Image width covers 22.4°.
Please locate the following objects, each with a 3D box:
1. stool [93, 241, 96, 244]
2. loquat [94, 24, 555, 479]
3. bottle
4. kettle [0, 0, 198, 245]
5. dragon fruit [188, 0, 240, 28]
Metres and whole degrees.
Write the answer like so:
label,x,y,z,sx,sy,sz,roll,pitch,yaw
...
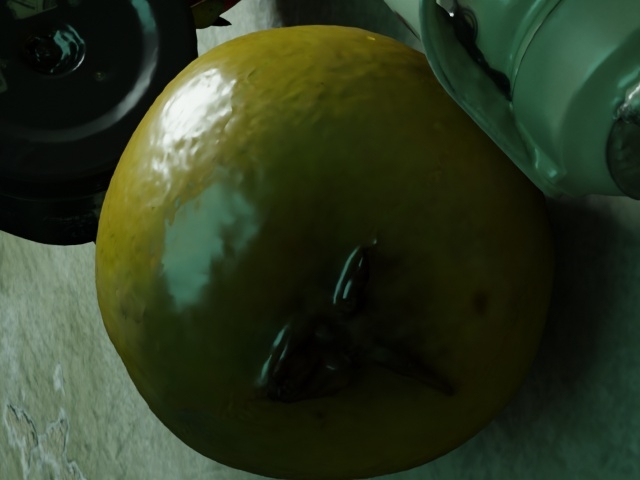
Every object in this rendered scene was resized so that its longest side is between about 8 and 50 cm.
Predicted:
label,x,y,z,sx,sy,sz,roll,pitch,yaw
stool,-0.207,-0.080,1.599,0.228,0.139,0.153,8,68,27
loquat,0.000,0.000,1.164,0.359,0.328,0.328,-93,17,-67
bottle,0.150,-0.166,1.003,0.351,0.229,0.229,60,136,35
kettle,-0.256,-0.086,1.359,0.228,0.321,0.324,60,167,12
dragon fruit,-0.110,-0.295,1.399,0.227,0.224,0.224,26,116,19
